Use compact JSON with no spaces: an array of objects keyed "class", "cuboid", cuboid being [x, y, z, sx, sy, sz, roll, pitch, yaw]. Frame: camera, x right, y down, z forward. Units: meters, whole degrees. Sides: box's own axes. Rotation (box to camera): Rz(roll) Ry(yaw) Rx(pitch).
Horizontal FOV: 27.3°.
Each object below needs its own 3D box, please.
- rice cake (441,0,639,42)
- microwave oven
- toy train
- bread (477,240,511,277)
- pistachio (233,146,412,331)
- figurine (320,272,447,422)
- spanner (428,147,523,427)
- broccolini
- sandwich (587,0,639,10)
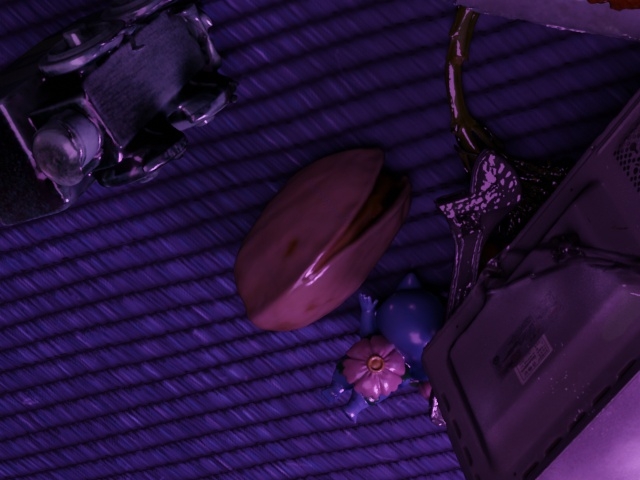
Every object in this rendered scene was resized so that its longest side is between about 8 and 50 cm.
[{"class":"rice cake","cuboid":[0.280,-0.236,1.307,0.336,0.063,0.066,13,116,4]},{"class":"microwave oven","cuboid":[0.354,0.084,1.294,0.374,0.236,0.432,18,123,-32]},{"class":"toy train","cuboid":[-0.226,-0.148,1.329,0.238,0.299,0.167,-13,114,32]},{"class":"bread","cuboid":[0.235,0.065,1.474,0.094,0.083,0.157,-21,111,8]},{"class":"pistachio","cuboid":[0.000,0.000,1.448,0.137,0.153,0.238,40,91,-22]},{"class":"figurine","cuboid":[0.084,0.135,1.511,0.178,0.114,0.144,-42,144,-12]},{"class":"spanner","cuboid":[0.155,0.056,1.422,0.093,0.026,0.326,5,110,-4]},{"class":"broccolini","cuboid":[0.198,-0.125,1.392,0.123,0.062,0.272,-10,113,7]},{"class":"sandwich","cuboid":[0.263,-0.294,1.237,0.184,0.109,0.160,0,101,17]}]
